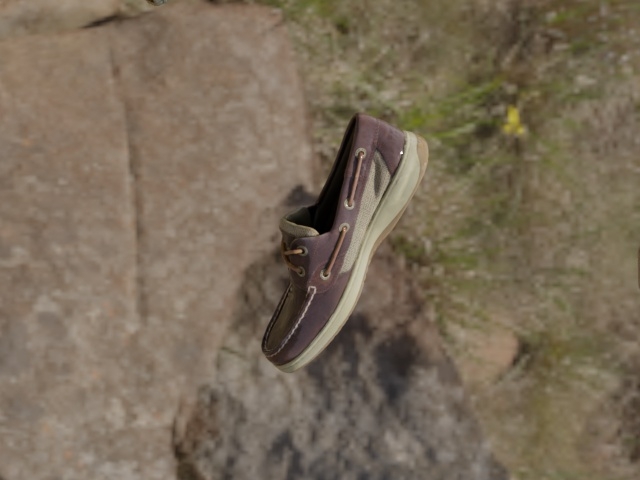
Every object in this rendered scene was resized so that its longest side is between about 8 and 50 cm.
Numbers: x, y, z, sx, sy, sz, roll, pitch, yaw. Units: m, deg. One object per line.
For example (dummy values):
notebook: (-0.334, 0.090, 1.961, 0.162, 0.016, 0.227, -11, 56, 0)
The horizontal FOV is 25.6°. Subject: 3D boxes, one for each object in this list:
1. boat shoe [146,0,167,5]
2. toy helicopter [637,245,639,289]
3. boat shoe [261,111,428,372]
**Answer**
boat shoe: (-0.259, -0.358, 1.656, 0.089, 0.285, 0.104, -51, 142, -15)
toy helicopter: (0.383, 0.016, 0.903, 0.235, 0.355, 0.140, 31, 61, -66)
boat shoe: (0.000, 0.000, 1.728, 0.123, 0.123, 0.342, 24, 106, -22)
